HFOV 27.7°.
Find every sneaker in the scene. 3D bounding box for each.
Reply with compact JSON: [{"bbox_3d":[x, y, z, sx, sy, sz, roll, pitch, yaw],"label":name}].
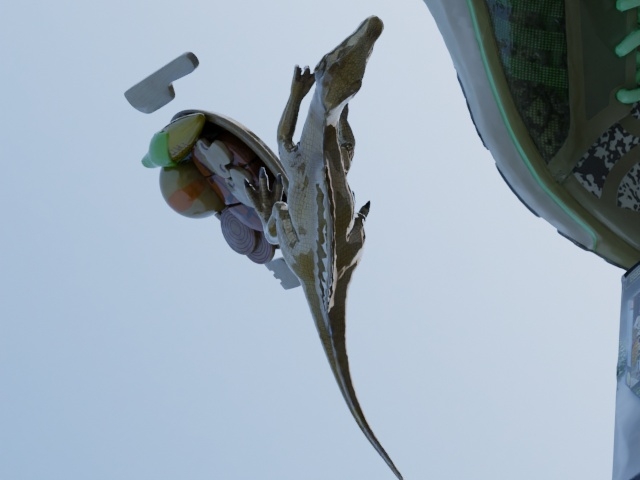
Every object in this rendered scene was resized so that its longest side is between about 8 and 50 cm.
[{"bbox_3d":[0.175,-0.156,0.825,0.410,0.182,0.158,56,-142,-11],"label":"sneaker"}]

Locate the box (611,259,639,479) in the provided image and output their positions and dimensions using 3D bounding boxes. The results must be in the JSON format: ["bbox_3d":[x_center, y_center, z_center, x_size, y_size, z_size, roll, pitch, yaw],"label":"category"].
[{"bbox_3d":[0.224,0.009,0.574,0.044,0.233,0.159,34,-142,-11],"label":"box"}]

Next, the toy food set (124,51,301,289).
[{"bbox_3d":[-0.068,-0.036,0.913,0.192,0.132,0.038,50,-118,-11],"label":"toy food set"}]

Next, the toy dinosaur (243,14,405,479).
[{"bbox_3d":[0.000,0.000,0.506,0.092,0.053,0.183,-108,13,-68],"label":"toy dinosaur"}]
